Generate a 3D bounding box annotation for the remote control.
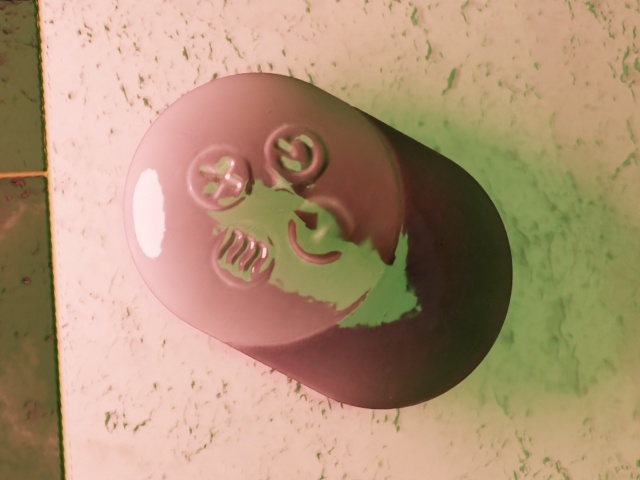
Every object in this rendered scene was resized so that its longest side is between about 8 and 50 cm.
[{"bbox_3d":[0.000,0.000,1.496,0.332,0.103,0.221,28,84,-7],"label":"remote control"}]
